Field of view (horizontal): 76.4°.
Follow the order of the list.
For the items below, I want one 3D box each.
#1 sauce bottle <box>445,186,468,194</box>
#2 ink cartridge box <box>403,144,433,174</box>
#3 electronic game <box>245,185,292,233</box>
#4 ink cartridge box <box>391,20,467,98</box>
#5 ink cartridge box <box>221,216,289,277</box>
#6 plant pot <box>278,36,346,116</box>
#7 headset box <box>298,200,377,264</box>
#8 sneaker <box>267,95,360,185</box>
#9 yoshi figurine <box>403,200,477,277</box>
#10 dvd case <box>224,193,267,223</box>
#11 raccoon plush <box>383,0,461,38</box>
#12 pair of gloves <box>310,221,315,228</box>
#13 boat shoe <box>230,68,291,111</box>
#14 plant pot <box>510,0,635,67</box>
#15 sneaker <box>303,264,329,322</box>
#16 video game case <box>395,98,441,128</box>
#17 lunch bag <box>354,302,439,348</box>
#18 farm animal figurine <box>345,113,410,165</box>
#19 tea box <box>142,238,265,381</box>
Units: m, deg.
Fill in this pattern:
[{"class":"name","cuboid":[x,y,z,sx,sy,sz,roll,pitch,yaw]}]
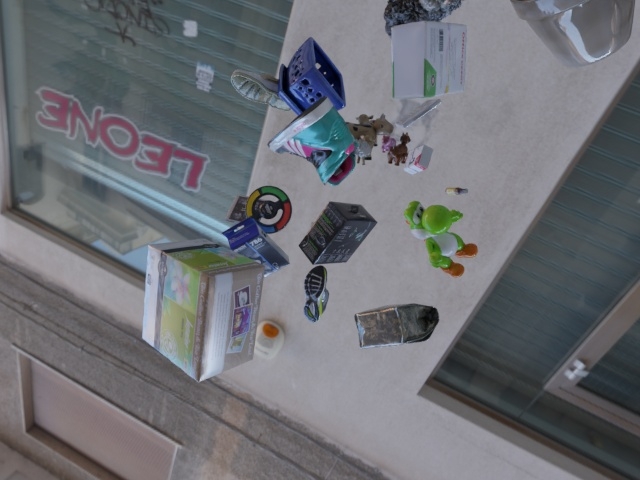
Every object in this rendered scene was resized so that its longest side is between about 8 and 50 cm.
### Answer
[{"class":"sauce bottle","cuboid":[0.709,-0.256,2.112,0.042,0.042,0.128,0,-173,-31]},{"class":"ink cartridge box","cuboid":[0.495,-0.409,2.069,0.063,0.109,0.150,22,171,-15]},{"class":"electronic game","cuboid":[-0.246,-0.145,1.927,0.229,0.229,0.048,25,-174,9]},{"class":"ink cartridge box","cuboid":[0.340,-0.553,1.256,0.117,0.201,0.278,14,-152,39]},{"class":"ink cartridge box","cuboid":[-0.300,0.042,1.916,0.332,0.165,0.065,49,-162,-41]},{"class":"plant pot","cuboid":[-0.046,-0.660,1.723,0.236,0.212,0.235,38,-142,-43]},{"class":"headset box","cuboid":[0.084,-0.037,1.815,0.246,0.283,0.131,-1,-135,-49]},{"class":"sneaker","cuboid":[-0.007,-0.209,0.951,0.178,0.124,0.295,50,163,-16]},{"class":"yoshi figurine","cuboid":[0.469,-0.014,1.550,0.362,0.203,0.203,41,-149,-26]},{"class":"dvd case","cuboid":[-0.441,-0.177,2.424,0.239,0.179,0.029,13,162,30]},{"class":"raccoon plush","cuboid":[0.451,-0.844,1.622,0.299,0.216,0.446,22,163,33]},{"class":"pair of gloves","cuboid":[0.000,0.000,2.286,0.042,0.240,0.204,0,175,-25]},{"class":"boat shoe","cuboid":[-0.249,-0.669,1.774,0.302,0.113,0.103,17,-119,-35]},{"class":"plant pot","cuboid":[0.775,-0.691,1.201,0.280,0.323,0.323,46,-163,-30]},{"class":"sneaker","cuboid":[-0.012,0.246,1.975,0.111,0.299,0.121,21,-151,22]},{"class":"video game case","cuboid":[0.401,-0.530,1.694,0.022,0.173,0.190,54,-169,-14]},{"class":"lunch bag","cuboid":[0.321,0.342,1.662,0.287,0.235,0.168,-1,-104,-43]},{"class":"farm animal figurine","cuboid":[0.192,-0.421,1.613,0.327,0.172,0.330,-8,-151,-20]},{"class":"tea box","cuboid":[-0.374,0.198,1.282,0.324,0.328,0.220,18,-164,35]}]
